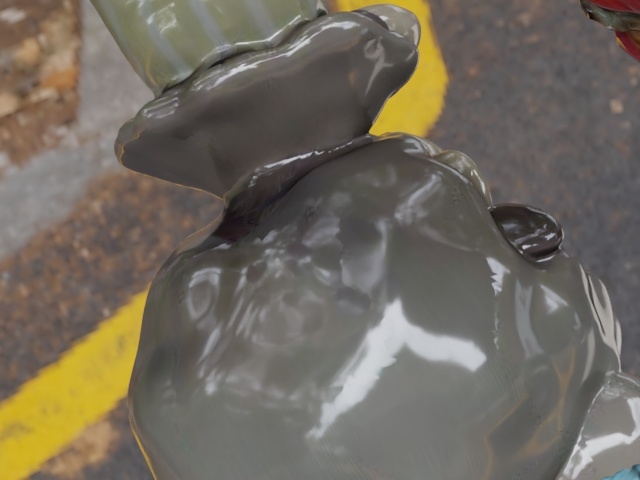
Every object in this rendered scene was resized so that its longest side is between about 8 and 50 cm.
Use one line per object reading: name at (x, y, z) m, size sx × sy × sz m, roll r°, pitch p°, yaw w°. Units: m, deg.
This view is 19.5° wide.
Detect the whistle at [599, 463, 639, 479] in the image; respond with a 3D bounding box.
whistle at (0.048, 0.168, 0.556) m, size 0.274 × 0.093 × 0.186 m, roll -33°, pitch 22°, yaw 51°

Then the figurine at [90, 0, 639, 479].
figurine at (0.000, -0.001, 0.840) m, size 0.248 × 0.380 × 0.203 m, roll -24°, pitch 1°, yaw 26°

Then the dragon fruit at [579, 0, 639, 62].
dragon fruit at (0.153, -0.155, 0.557) m, size 0.305 × 0.305 × 0.225 m, roll 36°, pitch 99°, yaw 48°
